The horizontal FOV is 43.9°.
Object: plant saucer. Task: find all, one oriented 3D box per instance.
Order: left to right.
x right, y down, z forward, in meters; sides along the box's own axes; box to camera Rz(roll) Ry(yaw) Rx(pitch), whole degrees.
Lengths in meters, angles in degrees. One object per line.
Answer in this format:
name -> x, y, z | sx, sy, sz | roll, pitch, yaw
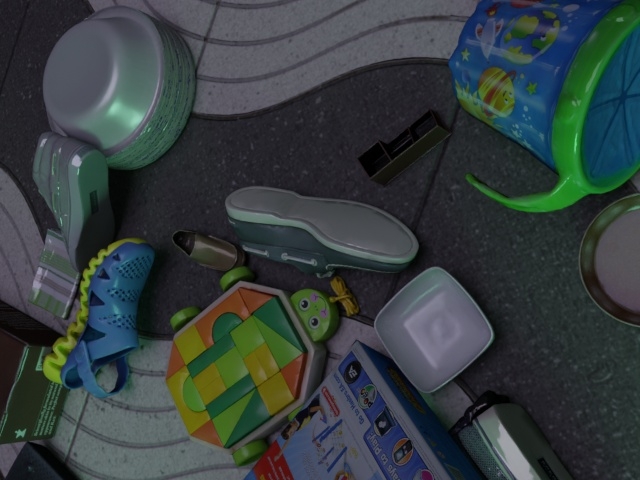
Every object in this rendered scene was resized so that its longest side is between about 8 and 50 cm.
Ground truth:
plant saucer -> 0.408, 0.025, 0.983 | 0.169, 0.029, 0.168 | -5, 80, 29

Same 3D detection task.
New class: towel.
towel -> -0.499, 0.062, 1.503 | 0.113, 0.023, 0.152 | 20, 94, 31

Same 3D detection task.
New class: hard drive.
hard drive -> -0.524, 0.512, 1.439 | 0.172, 0.054, 0.254 | 32, 99, 30

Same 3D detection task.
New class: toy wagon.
toy wagon -> -0.094, 0.171, 1.230 | 0.344, 0.068, 0.267 | -39, 67, 20

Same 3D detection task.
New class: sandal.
sandal -> -0.353, 0.143, 1.359 | 0.138, 0.126, 0.317 | 36, 111, 28

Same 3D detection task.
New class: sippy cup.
sippy cup -> 0.292, -0.204, 0.982 | 0.305, 0.240, 0.224 | -38, 46, -22

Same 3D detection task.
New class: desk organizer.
desk organizer -> 0.120, -0.138, 1.158 | 0.130, 0.050, 0.047 | -38, 67, 20

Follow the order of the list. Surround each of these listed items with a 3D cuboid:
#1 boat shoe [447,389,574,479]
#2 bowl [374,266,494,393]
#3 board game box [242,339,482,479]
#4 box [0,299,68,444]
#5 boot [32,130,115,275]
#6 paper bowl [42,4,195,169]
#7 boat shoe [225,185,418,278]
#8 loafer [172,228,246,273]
boat shoe -> 0.256, 0.369, 0.983 | 0.158, 0.127, 0.340 | -45, 56, 24
bowl -> 0.162, 0.122, 1.097 | 0.142, 0.053, 0.142 | -45, 65, 18
board game box -> 0.039, 0.338, 1.029 | 0.302, 0.086, 0.308 | -52, 32, 10
box -> -0.647, 0.215, 1.504 | 0.382, 0.143, 0.191 | 22, 94, 32
boot -> -0.440, -0.068, 1.404 | 0.123, 0.095, 0.258 | 26, 124, 25
paper bowl -> -0.374, -0.276, 1.408 | 0.284, 0.148, 0.284 | -5, 80, 30
boat shoe -> 0.000, 0.000, 1.198 | 0.320, 0.116, 0.099 | 16, 127, 26
loafer -> -0.189, 0.018, 1.315 | 0.148, 0.050, 0.056 | 16, 91, 31
